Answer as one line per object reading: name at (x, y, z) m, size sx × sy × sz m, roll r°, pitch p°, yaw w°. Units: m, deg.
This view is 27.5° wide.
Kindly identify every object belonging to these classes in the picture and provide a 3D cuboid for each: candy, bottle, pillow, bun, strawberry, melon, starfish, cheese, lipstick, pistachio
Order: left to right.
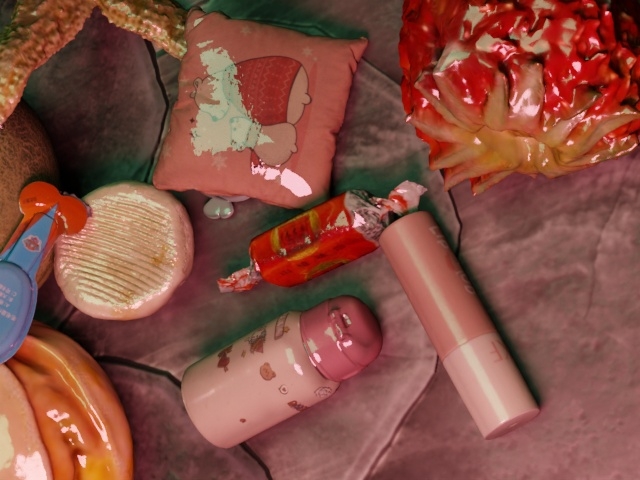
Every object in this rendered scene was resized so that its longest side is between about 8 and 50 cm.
melon at (-0.451, -0.064, 1.660) m, size 0.248 × 0.248 × 0.329 m, roll -29°, pitch 75°, yaw 19°
cheese at (-0.364, 0.044, 1.533) m, size 0.106 × 0.037 × 0.256 m, roll 32°, pitch 69°, yaw -7°
pistachio at (-0.362, 0.224, 1.589) m, size 0.230 × 0.230 × 0.309 m, roll -45°, pitch 72°, yaw 13°
starfish at (-0.331, -0.293, 1.654) m, size 0.324 × 0.082 × 0.432 m, roll -27°, pitch 59°, yaw -28°
bun at (-0.237, 0.018, 1.614) m, size 0.183 × 0.102 × 0.183 m, roll -2°, pitch 78°, yaw 11°
pillow at (-0.072, -0.152, 1.558) m, size 0.223 × 0.084 × 0.236 m, roll 13°, pitch 89°, yaw 4°
bottle at (-0.039, 0.143, 1.492) m, size 0.233 × 0.110 × 0.110 m, roll -30°, pitch 69°, yaw 18°
candy at (-0.001, -0.001, 1.511) m, size 0.292 × 0.086 × 0.059 m, roll -26°, pitch 60°, yaw 22°
lipstick at (0.149, 0.090, 1.429) m, size 0.070 × 0.070 × 0.254 m, roll -34°, pitch 68°, yaw 17°
strawberry at (0.222, -0.234, 1.364) m, size 0.292 × 0.292 × 0.343 m, roll 0°, pitch 66°, yaw 26°

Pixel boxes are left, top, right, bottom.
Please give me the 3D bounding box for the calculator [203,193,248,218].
calculator at (-0.112, -0.100, 1.621) m, size 0.095 × 0.021 × 0.153 m, roll 11°, pitch 83°, yaw 28°
